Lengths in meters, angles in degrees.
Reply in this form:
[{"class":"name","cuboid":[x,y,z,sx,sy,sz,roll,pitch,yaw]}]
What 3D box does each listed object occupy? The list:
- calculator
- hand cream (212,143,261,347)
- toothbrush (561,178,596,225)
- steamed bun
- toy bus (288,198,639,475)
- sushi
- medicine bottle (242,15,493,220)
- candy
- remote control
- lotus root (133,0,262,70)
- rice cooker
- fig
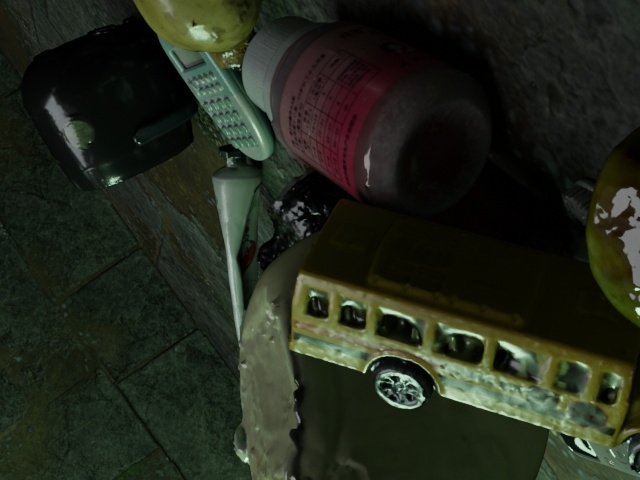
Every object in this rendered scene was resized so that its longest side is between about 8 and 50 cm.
[{"class":"calculator","cuboid":[-0.158,-0.240,1.349,0.295,0.042,0.184,57,164,-17]},{"class":"hand cream","cuboid":[-0.123,0.015,1.508,0.121,0.076,0.336,-63,-28,-68]},{"class":"toothbrush","cuboid":[0.293,0.055,0.686,0.307,0.029,0.025,46,154,28]},{"class":"steamed bun","cuboid":[0.067,0.158,0.985,0.233,0.312,0.334,149,127,-65]},{"class":"toy bus","cuboid":[0.148,0.071,0.745,0.335,0.121,0.123,15,134,15]},{"class":"sushi","cuboid":[0.000,0.000,1.194,0.115,0.147,0.212,54,157,20]},{"class":"medicine bottle","cuboid":[0.032,-0.123,0.865,0.247,0.147,0.147,39,158,44]},{"class":"candy","cuboid":[0.140,-0.015,0.876,0.292,0.086,0.059,45,178,31]},{"class":"remote control","cuboid":[0.313,0.212,0.942,0.067,0.029,0.261,58,164,-11]},{"class":"lotus root","cuboid":[-0.149,-0.307,1.007,0.284,0.146,0.160,60,-179,-27]},{"class":"rice cooker","cuboid":[-0.341,-0.224,1.538,0.267,0.267,0.224,21,136,62]},{"class":"fig","cuboid":[0.232,-0.004,0.572,0.154,0.144,0.166,16,168,2]}]
